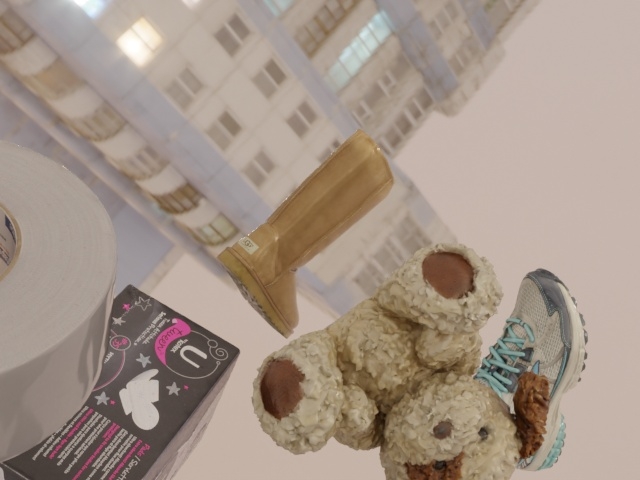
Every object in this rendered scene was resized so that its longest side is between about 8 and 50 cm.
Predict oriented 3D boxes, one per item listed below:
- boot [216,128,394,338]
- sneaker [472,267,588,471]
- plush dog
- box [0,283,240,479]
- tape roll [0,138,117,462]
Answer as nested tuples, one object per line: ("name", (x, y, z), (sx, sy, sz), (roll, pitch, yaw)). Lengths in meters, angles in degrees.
("boot", (0.000, 0.000, 1.470), (0.269, 0.236, 0.089), (-42, -120, -10))
("sneaker", (0.251, 0.173, 1.279), (0.122, 0.282, 0.110), (-5, -160, -20))
("plush dog", (0.092, 0.161, 0.985), (0.262, 0.210, 0.225), (-35, -102, -5))
("box", (-0.207, 0.194, 0.975), (0.142, 0.163, 0.247), (31, -140, 7))
("tape roll", (-0.224, 0.026, 0.557), (0.219, 0.072, 0.219), (8, -143, -6))
